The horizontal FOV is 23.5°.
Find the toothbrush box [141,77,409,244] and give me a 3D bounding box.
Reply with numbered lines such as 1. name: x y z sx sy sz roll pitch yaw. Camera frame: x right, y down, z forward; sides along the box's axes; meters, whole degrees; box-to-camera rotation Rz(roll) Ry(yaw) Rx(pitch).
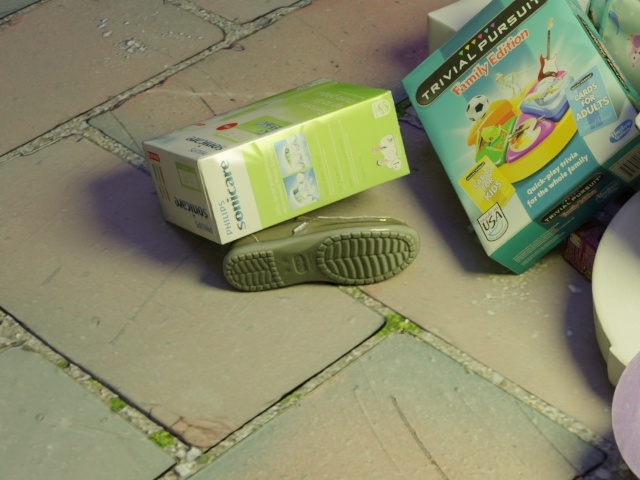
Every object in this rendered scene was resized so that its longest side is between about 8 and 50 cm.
1. toothbrush box: -0.060 -0.110 2.028 0.283 0.122 0.206 -23 19 -21

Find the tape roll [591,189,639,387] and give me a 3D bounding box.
1. tape roll: 0.506 0.063 1.776 0.392 0.072 0.392 -6 51 7

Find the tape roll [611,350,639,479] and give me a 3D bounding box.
1. tape roll: 0.405 0.189 1.616 0.189 0.080 0.189 -6 71 17

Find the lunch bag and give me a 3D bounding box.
1. lunch bag: 0.428 -0.206 2.044 0.108 0.279 0.224 -12 38 -28

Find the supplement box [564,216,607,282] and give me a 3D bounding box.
1. supplement box: 0.348 0.016 1.939 0.043 0.055 0.083 -19 41 -21

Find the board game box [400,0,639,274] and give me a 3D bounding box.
1. board game box: 0.269 -0.163 1.990 0.254 0.079 0.336 -41 47 21

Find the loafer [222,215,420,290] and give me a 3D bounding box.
1. loafer: 0.000 0.000 1.955 0.251 0.094 0.087 -4 41 0

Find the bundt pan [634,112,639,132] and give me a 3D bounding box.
1. bundt pan: 0.526 -0.100 1.763 0.331 0.124 0.330 -4 58 7

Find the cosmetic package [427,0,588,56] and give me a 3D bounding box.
1. cosmetic package: 0.311 -0.269 2.238 0.225 0.138 0.224 -27 43 -24
